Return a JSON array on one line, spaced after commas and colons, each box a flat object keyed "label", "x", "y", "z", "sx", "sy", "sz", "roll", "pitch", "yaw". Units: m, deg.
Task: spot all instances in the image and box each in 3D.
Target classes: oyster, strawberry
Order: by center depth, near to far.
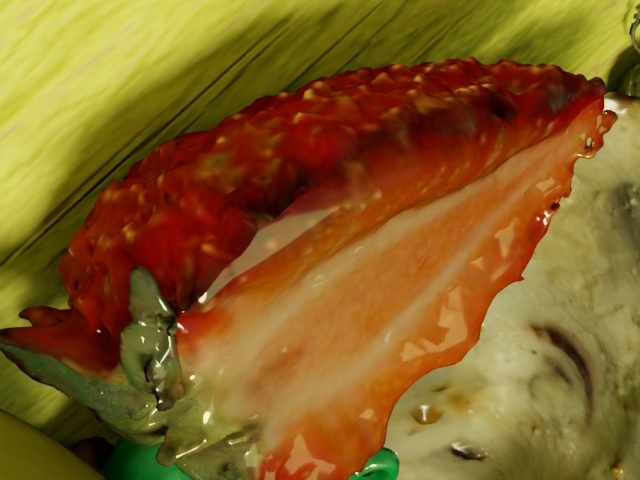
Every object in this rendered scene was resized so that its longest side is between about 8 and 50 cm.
[{"label": "strawberry", "x": -0.002, "y": -0.012, "z": 0.563, "sx": 0.228, "sy": 0.098, "sz": 0.174, "roll": -47, "pitch": 141, "yaw": -4}, {"label": "oyster", "x": 0.055, "y": 0.082, "z": 0.747, "sx": 0.204, "sy": 0.111, "sz": 0.396, "roll": 8, "pitch": 132, "yaw": -3}]

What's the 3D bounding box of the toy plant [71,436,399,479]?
[{"label": "toy plant", "x": -0.064, "y": 0.127, "z": 0.662, "sx": 0.200, "sy": 0.105, "sz": 0.143, "roll": -28, "pitch": 138, "yaw": 4}]

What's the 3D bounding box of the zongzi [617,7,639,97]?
[{"label": "zongzi", "x": 0.156, "y": -0.028, "z": 0.721, "sx": 0.130, "sy": 0.062, "sz": 0.154, "roll": -61, "pitch": 158, "yaw": -22}]

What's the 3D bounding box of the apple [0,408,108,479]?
[{"label": "apple", "x": -0.140, "y": 0.182, "z": 0.490, "sx": 0.262, "sy": 0.262, "sz": 0.262, "roll": -29, "pitch": 150, "yaw": -19}]
